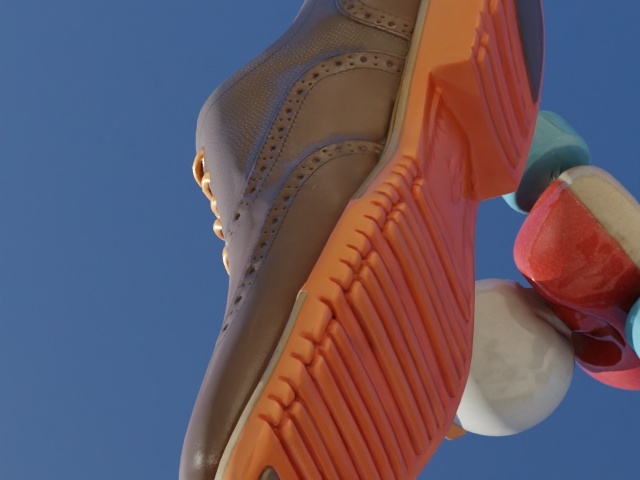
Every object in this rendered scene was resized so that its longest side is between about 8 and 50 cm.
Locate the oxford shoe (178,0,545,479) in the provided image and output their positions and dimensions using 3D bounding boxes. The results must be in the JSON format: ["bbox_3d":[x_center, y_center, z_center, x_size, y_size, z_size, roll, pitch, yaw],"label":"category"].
[{"bbox_3d":[0.000,0.000,0.799,0.132,0.130,0.364,2,-137,24],"label":"oxford shoe"}]

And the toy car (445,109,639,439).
[{"bbox_3d":[0.158,0.075,1.278,0.238,0.210,0.219,-39,-127,4],"label":"toy car"}]
